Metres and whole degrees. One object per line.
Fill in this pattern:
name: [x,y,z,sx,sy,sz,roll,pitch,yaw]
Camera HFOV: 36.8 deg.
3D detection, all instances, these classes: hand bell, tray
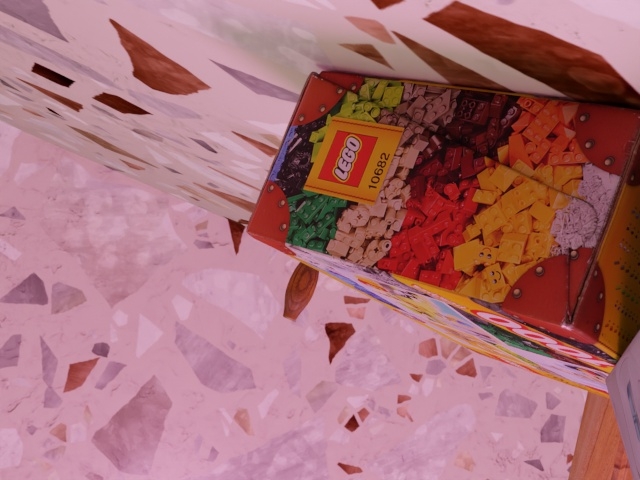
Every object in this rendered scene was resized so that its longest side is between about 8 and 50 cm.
hand bell: [0.000,0.000,1.375,0.126,0.242,0.126,21,174,2]
tray: [0.500,0.257,1.426,0.076,0.202,0.411,17,-168,36]

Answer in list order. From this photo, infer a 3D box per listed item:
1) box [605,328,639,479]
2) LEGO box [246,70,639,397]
box: [0.380,0.102,0.719,0.262,0.126,0.231,-8,150,-2]
LEGO box: [0.233,0.025,1.041,0.372,0.193,0.500,15,171,42]
